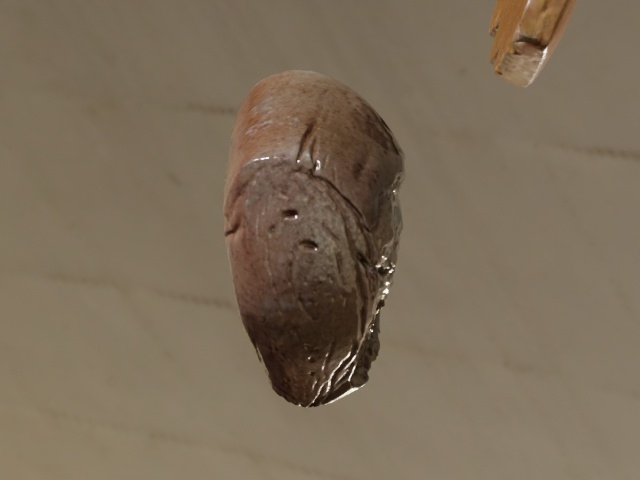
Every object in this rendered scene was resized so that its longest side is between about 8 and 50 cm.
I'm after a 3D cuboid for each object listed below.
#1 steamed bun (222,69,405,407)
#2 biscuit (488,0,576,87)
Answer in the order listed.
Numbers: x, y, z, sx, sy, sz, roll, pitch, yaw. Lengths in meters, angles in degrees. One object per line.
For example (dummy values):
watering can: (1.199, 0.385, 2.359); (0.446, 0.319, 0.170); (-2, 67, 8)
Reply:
steamed bun: (0.000, 0.000, 1.131); (0.106, 0.145, 0.175); (-4, -61, 4)
biscuit: (0.174, -0.215, 1.377); (0.043, 0.306, 0.284); (19, -51, -1)
